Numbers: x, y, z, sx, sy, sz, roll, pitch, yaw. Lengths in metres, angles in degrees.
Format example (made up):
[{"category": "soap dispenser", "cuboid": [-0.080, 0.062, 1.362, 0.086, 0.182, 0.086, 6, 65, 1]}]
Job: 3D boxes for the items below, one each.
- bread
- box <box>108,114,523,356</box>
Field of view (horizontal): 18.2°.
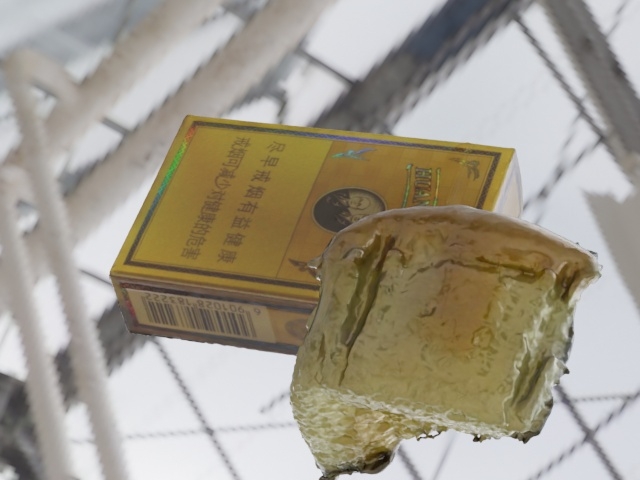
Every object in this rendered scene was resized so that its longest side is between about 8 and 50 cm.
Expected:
[{"category": "bread", "cuboid": [0.049, 0.056, 1.313, 0.251, 0.133, 0.174, -18, -135, 56]}, {"category": "box", "cuboid": [0.000, 0.000, 1.660, 0.301, 0.084, 0.193, 7, -130, 19]}]
